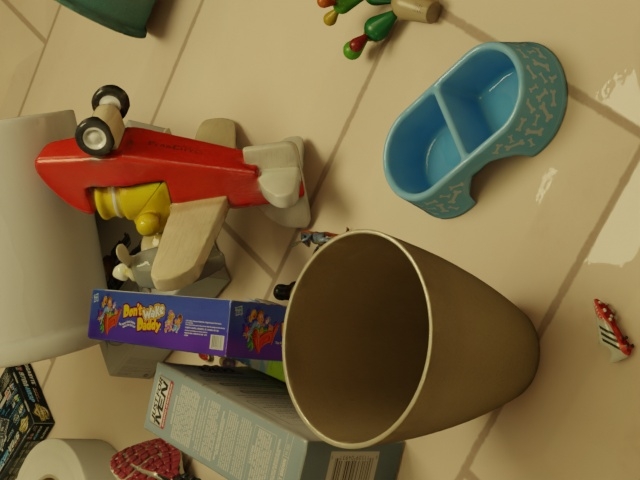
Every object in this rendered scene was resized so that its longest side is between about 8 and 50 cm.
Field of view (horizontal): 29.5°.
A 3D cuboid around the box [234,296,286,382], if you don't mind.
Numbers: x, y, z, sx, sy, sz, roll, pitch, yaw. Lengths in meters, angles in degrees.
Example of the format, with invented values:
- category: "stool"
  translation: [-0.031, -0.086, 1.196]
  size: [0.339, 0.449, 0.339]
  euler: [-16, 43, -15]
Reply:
- category: "box"
  translation: [-0.063, 0.158, 1.904]
  size: [0.178, 0.042, 0.109]
  euler: [15, 94, 49]

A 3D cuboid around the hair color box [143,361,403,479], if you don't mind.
- category: "hair color box"
  translation: [-0.078, 0.284, 1.788]
  size: [0.374, 0.185, 0.114]
  euler: [19, 98, 49]

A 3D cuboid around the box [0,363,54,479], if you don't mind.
- category: "box"
  translation: [-0.639, 0.386, 2.508]
  size: [0.220, 0.051, 0.175]
  euler: [-56, 47, 25]

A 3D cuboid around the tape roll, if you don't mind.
- category: "tape roll"
  translation: [-0.464, 0.508, 2.250]
  size: [0.286, 0.100, 0.286]
  euler: [-11, 76, 47]

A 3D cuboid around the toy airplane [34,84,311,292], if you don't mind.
- category: "toy airplane"
  translation: [-0.201, -0.064, 1.907]
  size: [0.384, 0.386, 0.272]
  euler: [37, 128, 34]

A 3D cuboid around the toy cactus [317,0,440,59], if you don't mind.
- category: "toy cactus"
  translation: [0.096, -0.367, 1.795]
  size: [0.180, 0.112, 0.219]
  euler: [28, 96, 37]

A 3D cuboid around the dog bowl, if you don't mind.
- category: "dog bowl"
  translation: [0.197, -0.152, 1.646]
  size: [0.297, 0.074, 0.166]
  euler: [-42, 54, 36]

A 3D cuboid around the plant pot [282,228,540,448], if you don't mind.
- category: "plant pot"
  translation: [0.139, 0.130, 1.506]
  size: [0.256, 0.274, 0.256]
  euler: [-12, 74, 48]

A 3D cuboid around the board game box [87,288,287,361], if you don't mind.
- category: "board game box"
  translation: [-0.152, 0.128, 1.801]
  size: [0.347, 0.233, 0.078]
  euler: [1, 83, 48]

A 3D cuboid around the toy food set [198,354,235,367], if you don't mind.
- category: "toy food set"
  translation: [-0.178, 0.211, 2.042]
  size: [0.078, 0.019, 0.122]
  euler: [-58, 46, 24]

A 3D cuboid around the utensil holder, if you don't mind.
- category: "utensil holder"
  translation: [-0.531, -0.008, 2.032]
  size: [0.327, 0.327, 0.385]
  euler: [0, 101, 49]

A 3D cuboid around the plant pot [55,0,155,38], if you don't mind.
- category: "plant pot"
  translation: [-0.393, -0.604, 2.233]
  size: [0.341, 0.341, 0.334]
  euler: [43, 108, 44]

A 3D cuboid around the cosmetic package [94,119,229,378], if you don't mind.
- category: "cosmetic package"
  translation: [-0.328, 0.015, 2.196]
  size: [0.284, 0.097, 0.377]
  euler: [-48, 50, 28]

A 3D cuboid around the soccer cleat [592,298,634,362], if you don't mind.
- category: "soccer cleat"
  translation: [0.344, 0.108, 1.464]
  size: [0.035, 0.029, 0.083]
  euler: [-43, 57, 30]

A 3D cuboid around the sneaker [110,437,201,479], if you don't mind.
- category: "sneaker"
  translation: [-0.262, 0.431, 2.031]
  size: [0.299, 0.121, 0.112]
  euler: [36, 141, 54]

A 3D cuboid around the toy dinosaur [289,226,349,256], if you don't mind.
- category: "toy dinosaur"
  translation: [0.000, 0.000, 1.883]
  size: [0.090, 0.047, 0.082]
  euler: [-36, 40, -1]

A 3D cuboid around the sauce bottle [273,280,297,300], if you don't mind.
- category: "sauce bottle"
  translation: [-0.023, 0.083, 1.876]
  size: [0.128, 0.042, 0.042]
  euler: [-3, 81, 49]
